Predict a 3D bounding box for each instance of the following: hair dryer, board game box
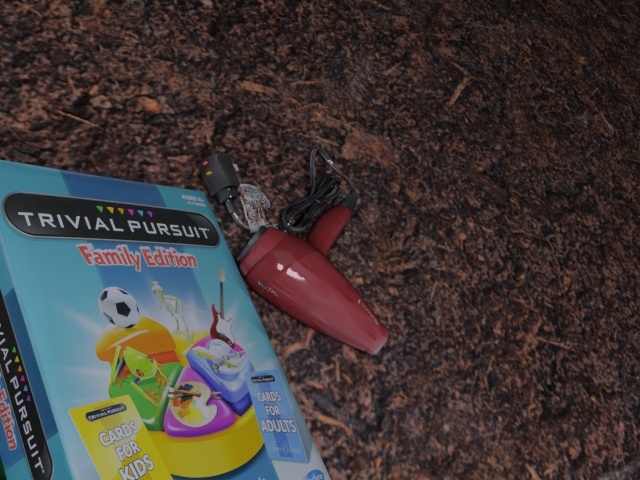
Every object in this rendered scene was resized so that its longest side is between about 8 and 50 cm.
[{"bbox_3d":[0.000,0.000,0.781,0.223,0.080,0.294,-7,64,-34],"label":"hair dryer"},{"bbox_3d":[-0.148,0.101,0.566,0.253,0.079,0.336,5,55,-57],"label":"board game box"}]

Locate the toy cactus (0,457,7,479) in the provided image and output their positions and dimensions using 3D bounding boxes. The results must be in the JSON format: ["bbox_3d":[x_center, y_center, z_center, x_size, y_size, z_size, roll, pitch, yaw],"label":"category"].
[{"bbox_3d":[-0.291,0.146,0.514,0.219,0.112,0.180,16,43,-10],"label":"toy cactus"}]
